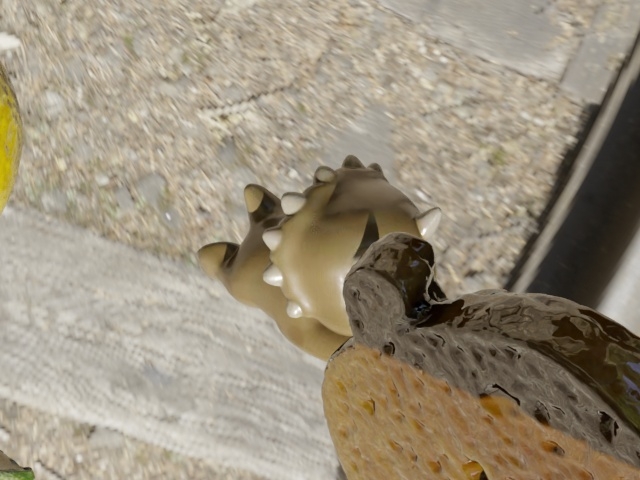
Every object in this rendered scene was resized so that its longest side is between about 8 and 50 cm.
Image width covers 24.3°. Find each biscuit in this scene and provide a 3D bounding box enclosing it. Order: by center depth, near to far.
[{"bbox_3d":[0.130,0.143,0.908,0.070,0.394,0.350,-34,102,-24],"label":"biscuit"}]

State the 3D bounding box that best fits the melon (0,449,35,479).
[{"bbox_3d":[-0.370,0.207,1.412,0.182,0.098,0.054,23,118,11],"label":"melon"}]

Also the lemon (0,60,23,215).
[{"bbox_3d":[-0.350,-0.088,1.165,0.229,0.228,0.253,-4,146,-13],"label":"lemon"}]

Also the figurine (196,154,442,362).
[{"bbox_3d":[0.006,0.001,1.422,0.177,0.247,0.173,-16,126,-23],"label":"figurine"}]
